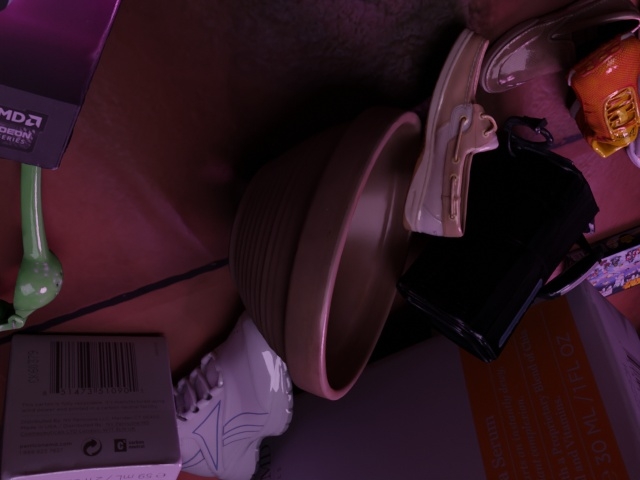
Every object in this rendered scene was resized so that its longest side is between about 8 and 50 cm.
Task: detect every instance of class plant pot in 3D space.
[{"bbox_3d":[0.000,0.000,0.537,0.110,0.237,0.237,17,139,18],"label":"plant pot"}]

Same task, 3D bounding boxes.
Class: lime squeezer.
[{"bbox_3d":[-0.286,0.039,0.531,0.310,0.059,0.110,-38,136,17],"label":"lime squeezer"}]

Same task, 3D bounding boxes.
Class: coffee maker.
[{"bbox_3d":[0.156,0.004,0.604,0.171,0.120,0.178,43,80,-31],"label":"coffee maker"}]

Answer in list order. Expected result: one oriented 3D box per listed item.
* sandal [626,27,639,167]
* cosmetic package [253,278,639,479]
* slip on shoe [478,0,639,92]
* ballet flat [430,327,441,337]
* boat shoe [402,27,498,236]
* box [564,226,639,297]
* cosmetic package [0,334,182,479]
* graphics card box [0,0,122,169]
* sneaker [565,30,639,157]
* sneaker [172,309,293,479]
[{"bbox_3d":[0.345,-0.137,0.603,0.102,0.076,0.265,-28,138,6],"label":"sandal"},{"bbox_3d":[0.137,0.247,0.719,0.453,0.230,0.161,-30,137,29],"label":"cosmetic package"},{"bbox_3d":[0.198,-0.160,0.542,0.135,0.041,0.051,-25,138,3],"label":"slip on shoe"},{"bbox_3d":[0.168,0.128,0.807,0.067,0.073,0.206,-7,134,-4],"label":"ballet flat"},{"bbox_3d":[0.116,-0.083,0.533,0.063,0.059,0.170,-27,132,-65],"label":"boat shoe"},{"bbox_3d":[0.376,0.031,0.823,0.137,0.027,0.094,-21,139,-2],"label":"box"},{"bbox_3d":[-0.239,0.209,0.652,0.151,0.151,0.184,4,132,-25],"label":"cosmetic package"},{"bbox_3d":[-0.180,-0.220,0.284,0.233,0.094,0.371,13,128,-33],"label":"graphics card box"},{"bbox_3d":[0.249,-0.119,0.546,0.064,0.067,0.175,-32,160,17],"label":"sneaker"},{"bbox_3d":[-0.112,0.185,0.721,0.129,0.111,0.297,7,130,-21],"label":"sneaker"}]
